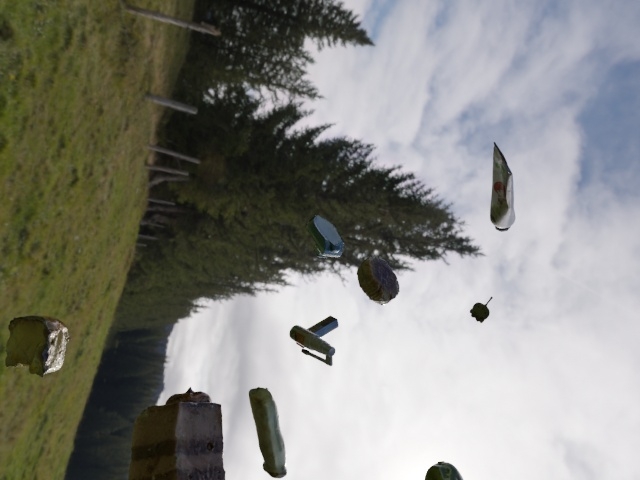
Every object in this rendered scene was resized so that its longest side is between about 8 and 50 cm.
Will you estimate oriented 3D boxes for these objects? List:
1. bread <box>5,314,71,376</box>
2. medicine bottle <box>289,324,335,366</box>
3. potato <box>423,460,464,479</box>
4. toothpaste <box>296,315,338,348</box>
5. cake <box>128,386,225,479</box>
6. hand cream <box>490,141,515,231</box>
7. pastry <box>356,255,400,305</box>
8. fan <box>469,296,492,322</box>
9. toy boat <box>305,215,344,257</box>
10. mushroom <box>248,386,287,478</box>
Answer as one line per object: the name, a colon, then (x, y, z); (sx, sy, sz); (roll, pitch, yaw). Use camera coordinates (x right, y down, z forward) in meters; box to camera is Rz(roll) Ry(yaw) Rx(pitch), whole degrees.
bread: (-0.844, 0.319, 1.368); (0.252, 0.133, 0.174); (-6, -103, 34)
medicine bottle: (-0.030, 0.385, 1.630); (0.221, 0.061, 0.092); (14, -73, 50)
potato: (0.455, 0.910, 1.588); (0.186, 0.149, 0.253); (-102, 168, -63)
toothpaste: (-0.020, 0.370, 1.837); (0.070, 0.194, 0.044); (20, -55, 47)
cake: (-0.396, 0.555, 1.253); (0.196, 0.199, 0.292); (-24, -124, 28)
hand cream: (0.557, -0.143, 1.363); (0.336, 0.076, 0.121); (61, 12, -50)
pastry: (0.229, 0.158, 1.770); (0.093, 0.192, 0.182); (-39, 180, 37)
fan: (0.458, 0.190, 1.253); (0.083, 0.004, 0.056); (-59, -138, 16)
toy boat: (0.000, 0.000, 1.461); (0.102, 0.088, 0.215); (-65, -145, 26)
mushroom: (-0.159, 0.608, 1.401); (0.100, 0.081, 0.311); (7, -69, 42)
